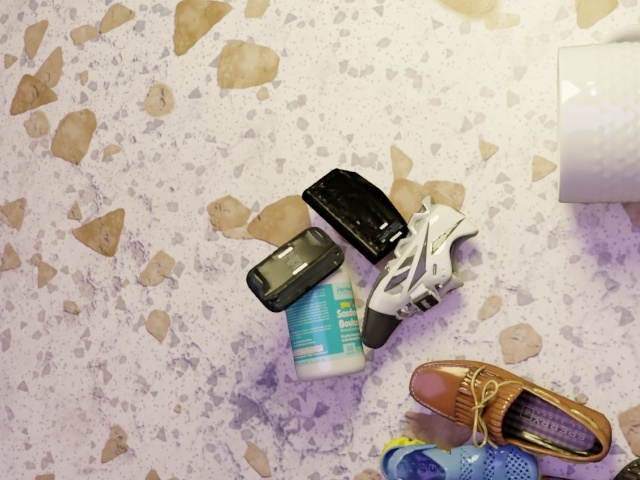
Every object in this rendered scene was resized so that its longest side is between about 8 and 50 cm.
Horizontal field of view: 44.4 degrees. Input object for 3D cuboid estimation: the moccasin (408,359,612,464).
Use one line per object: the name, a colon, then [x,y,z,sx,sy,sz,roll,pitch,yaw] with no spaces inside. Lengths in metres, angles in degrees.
moccasin: [0.344,0.323,1.463,0.380,0.147,0.139,23,94,21]

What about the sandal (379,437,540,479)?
sandal: [0.254,0.444,1.496,0.317,0.138,0.126,-7,81,19]

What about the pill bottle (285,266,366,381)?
pill bottle: [0.001,0.149,1.610,0.146,0.146,0.264,-13,82,20]

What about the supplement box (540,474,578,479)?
supplement box: [0.451,0.468,1.460,0.083,0.055,0.043,3,87,21]

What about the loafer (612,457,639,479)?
loafer: [0.562,0.563,1.369,0.130,0.134,0.366,21,78,-13]

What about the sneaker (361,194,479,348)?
sneaker: [0.198,0.087,1.552,0.146,0.122,0.331,30,97,22]

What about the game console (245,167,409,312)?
game console: [0.000,0.000,1.570,0.361,0.044,0.213,-37,69,-26]

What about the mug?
mug: [0.586,-0.243,1.374,0.327,0.276,0.374,0,55,16]
